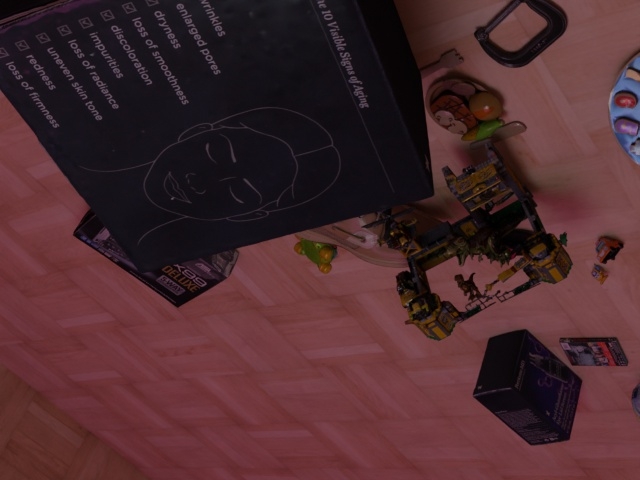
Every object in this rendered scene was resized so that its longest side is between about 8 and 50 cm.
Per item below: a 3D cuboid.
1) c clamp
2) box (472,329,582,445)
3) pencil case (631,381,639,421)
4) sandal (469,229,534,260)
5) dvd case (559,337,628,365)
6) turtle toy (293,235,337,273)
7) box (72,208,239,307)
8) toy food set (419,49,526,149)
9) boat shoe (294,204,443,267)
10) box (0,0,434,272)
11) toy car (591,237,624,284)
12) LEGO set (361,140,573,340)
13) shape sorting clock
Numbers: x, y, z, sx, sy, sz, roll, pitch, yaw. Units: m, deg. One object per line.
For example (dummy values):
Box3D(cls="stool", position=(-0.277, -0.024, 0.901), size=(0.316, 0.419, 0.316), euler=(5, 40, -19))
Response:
Box3D(cls="c clamp", position=(0.282, -0.320, 1.426), size=(0.137, 0.022, 0.161), euler=(25, 145, -11))
Box3D(cls="box", position=(0.439, 0.313, 2.067), size=(0.207, 0.153, 0.108), euler=(40, 142, -24))
Box3D(cls="pencil case", position=(0.740, 0.398, 2.032), size=(0.113, 0.124, 0.273), euler=(-7, 137, 36))
Box3D(cls="sandal", position=(0.327, 0.017, 1.832), size=(0.179, 0.040, 0.067), euler=(-4, 137, 34))
Box3D(cls="dvd case", position=(0.560, 0.229, 2.006), size=(0.119, 0.013, 0.087), euler=(-6, 136, 35))
Box3D(cls="turtle toy", position=(0.000, 0.000, 1.978), size=(0.095, 0.066, 0.130), euler=(37, 149, 22))
Box3D(cls="box", position=(-0.371, 0.008, 2.200), size=(0.307, 0.077, 0.242), euler=(38, 143, -19))
Box3D(cls="toy food set", position=(0.230, -0.211, 1.582), size=(0.192, 0.039, 0.132), euler=(41, 142, -24))
Box3D(cls="boat shoe", position=(0.080, -0.040, 1.830), size=(0.341, 0.122, 0.110), euler=(11, 145, 20))
Box3D(cls="box", position=(-0.135, -0.252, 1.361), size=(0.471, 0.298, 0.480), euler=(-13, 136, 15))
Box3D(cls="toy car", position=(0.498, 0.038, 1.752), size=(0.040, 0.060, 0.122), euler=(46, 146, 25))
Box3D(cls="LEGO set", position=(0.232, -0.006, 1.620), size=(0.331, 0.255, 0.192), euler=(-23, 136, 24))
Box3D(cls="shape sorting clock", position=(0.514, -0.184, 1.392), size=(0.206, 0.040, 0.206), euler=(10, 117, 21))
